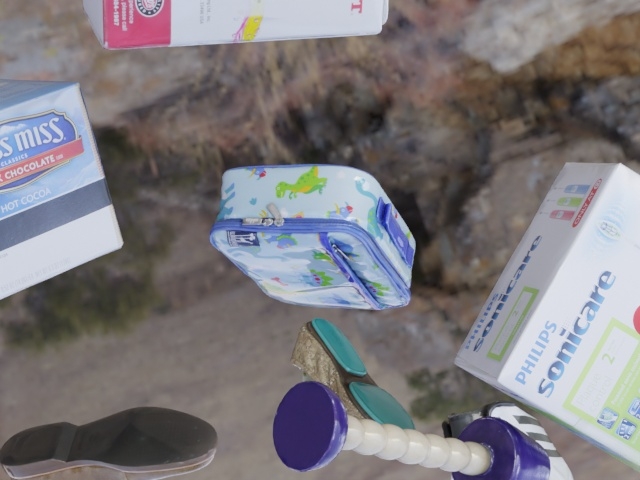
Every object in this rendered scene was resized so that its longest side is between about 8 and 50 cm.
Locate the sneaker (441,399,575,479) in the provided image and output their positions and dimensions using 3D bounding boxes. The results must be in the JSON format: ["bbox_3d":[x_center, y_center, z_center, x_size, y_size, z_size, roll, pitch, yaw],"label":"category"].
[{"bbox_3d":[0.194,0.369,1.890,0.169,0.257,0.447,-27,-175,36],"label":"sneaker"}]

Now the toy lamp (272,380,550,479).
[{"bbox_3d":[0.087,0.171,1.193,0.275,0.080,0.080,16,142,-42],"label":"toy lamp"}]

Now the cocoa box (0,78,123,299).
[{"bbox_3d":[-0.468,-0.049,1.817,0.347,0.228,0.231,-25,-158,-35],"label":"cocoa box"}]

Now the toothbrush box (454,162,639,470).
[{"bbox_3d":[0.293,0.090,1.242,0.283,0.206,0.122,31,176,-12],"label":"toothbrush box"}]

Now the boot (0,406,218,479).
[{"bbox_3d":[-0.266,0.299,1.922,0.305,0.112,0.115,-8,120,19],"label":"boot"}]

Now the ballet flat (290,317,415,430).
[{"bbox_3d":[0.029,0.161,1.471,0.073,0.206,0.067,18,112,-35],"label":"ballet flat"}]

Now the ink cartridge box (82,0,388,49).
[{"bbox_3d":[-0.089,-0.327,1.508,0.306,0.131,0.226,-6,117,-20],"label":"ink cartridge box"}]

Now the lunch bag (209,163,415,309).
[{"bbox_3d":[0.000,0.000,1.483,0.176,0.090,0.219,1,157,19],"label":"lunch bag"}]
